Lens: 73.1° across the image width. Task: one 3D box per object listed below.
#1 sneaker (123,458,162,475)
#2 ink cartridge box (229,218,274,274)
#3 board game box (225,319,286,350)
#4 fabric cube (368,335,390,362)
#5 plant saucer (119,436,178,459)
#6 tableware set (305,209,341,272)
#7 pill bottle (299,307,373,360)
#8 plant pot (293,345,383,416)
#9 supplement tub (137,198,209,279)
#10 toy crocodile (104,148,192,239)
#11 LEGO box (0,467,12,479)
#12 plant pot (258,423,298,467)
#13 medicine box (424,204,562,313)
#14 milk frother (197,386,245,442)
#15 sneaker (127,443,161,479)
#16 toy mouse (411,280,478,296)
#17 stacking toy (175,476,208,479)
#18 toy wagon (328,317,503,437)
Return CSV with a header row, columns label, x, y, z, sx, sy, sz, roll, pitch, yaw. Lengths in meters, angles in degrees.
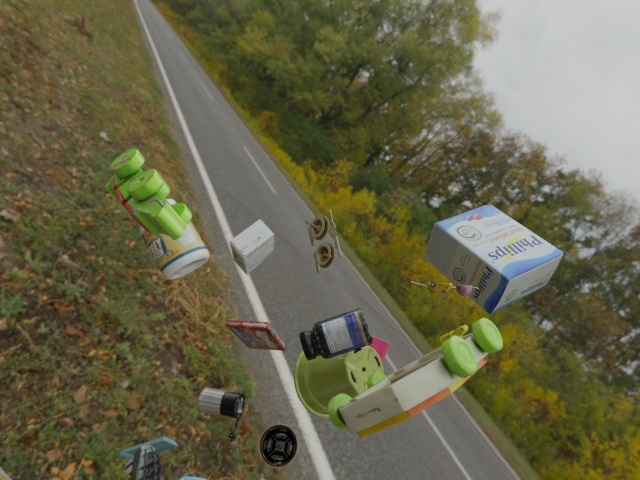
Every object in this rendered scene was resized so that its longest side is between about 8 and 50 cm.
label,x,y,z,sx,sy,sz,roll,pitch,yaw
sneaker,-0.636,0.842,1.630,0.121,0.217,0.079,38,33,-22
ink cartridge box,-0.269,0.028,1.726,0.093,0.154,0.212,47,-19,11
board game box,-0.219,0.338,1.520,0.281,0.144,0.027,75,18,-60
fabric cube,0.138,0.566,1.968,0.254,0.258,0.259,21,-26,8
plant saucer,-0.554,0.669,1.391,0.067,0.192,0.018,52,22,-39
tableware set,0.000,0.000,1.459,0.039,0.128,0.194,14,52,-39
pill bottle,0.049,0.307,1.392,0.123,0.219,0.123,-19,90,-88
plant pot,0.085,0.491,1.586,0.276,0.253,0.276,20,56,-33
supplement tub,-0.428,-0.004,1.248,0.200,0.144,0.144,58,7,7
toy crocodile,-0.351,-0.087,0.855,0.340,0.105,0.115,37,-16,45
LEGO box,-0.644,0.528,0.776,0.372,0.193,0.501,10,-55,36
plant pot,-0.179,0.886,1.864,0.167,0.167,0.165,48,-19,18
medicine box,0.525,0.046,1.336,0.289,0.263,0.149,46,-38,40
milk frother,-0.326,0.570,1.416,0.129,0.134,0.143,77,22,-50
sneaker,-0.499,0.692,1.154,0.101,0.106,0.268,39,47,-65
toy mouse,0.333,0.126,1.108,0.160,0.031,0.143,-1,-8,35
stacking toy,-0.530,0.874,1.438,0.166,0.301,0.175,49,41,-48
toy wagon,0.180,0.222,0.737,0.344,0.267,0.068,-7,63,-50
